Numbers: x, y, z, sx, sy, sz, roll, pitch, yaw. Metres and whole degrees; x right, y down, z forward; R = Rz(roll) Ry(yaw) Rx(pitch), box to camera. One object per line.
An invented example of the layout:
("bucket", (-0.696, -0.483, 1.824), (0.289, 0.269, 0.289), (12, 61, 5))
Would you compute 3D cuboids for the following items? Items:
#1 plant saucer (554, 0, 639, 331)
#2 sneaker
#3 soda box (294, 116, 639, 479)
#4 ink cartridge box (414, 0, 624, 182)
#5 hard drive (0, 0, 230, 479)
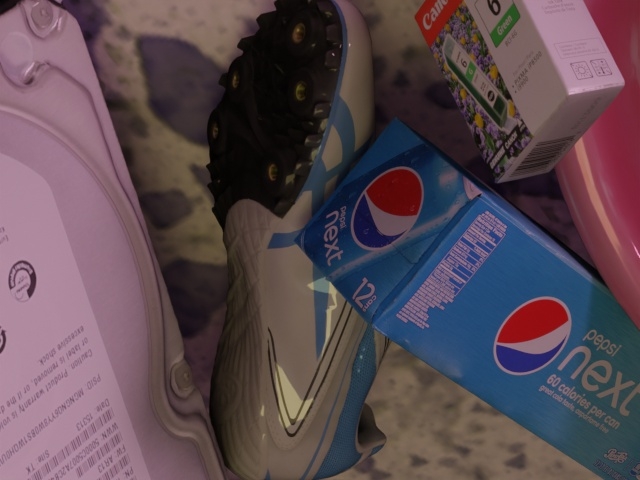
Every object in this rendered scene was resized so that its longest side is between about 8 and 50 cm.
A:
("plant saucer", (0.243, -0.063, 0.697), (0.332, 0.084, 0.332), (12, 115, 26))
("sneaker", (0.000, 0.000, 0.839), (0.086, 0.085, 0.237), (-11, 126, -24))
("soda box", (0.090, 0.036, 0.811), (0.067, 0.071, 0.210), (-50, 130, 6))
("ink cartridge box", (0.065, -0.086, 0.733), (0.029, 0.115, 0.063), (-12, 156, -30))
("hard drive", (-0.136, 0.095, 0.772), (0.064, 0.237, 0.339), (0, 116, 34))
